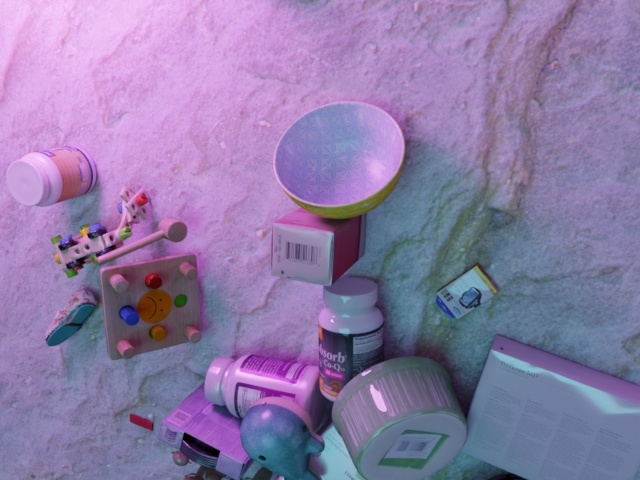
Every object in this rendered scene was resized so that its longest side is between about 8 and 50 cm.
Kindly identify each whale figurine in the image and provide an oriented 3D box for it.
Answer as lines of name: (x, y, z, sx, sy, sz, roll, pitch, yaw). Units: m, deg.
whale figurine: (-0.092, 0.509, 1.573, 0.216, 0.141, 0.272, -8, 114, 27)

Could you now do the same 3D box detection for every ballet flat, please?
ballet flat: (-0.752, 0.226, 1.974, 0.241, 0.091, 0.077, -41, 58, 23)

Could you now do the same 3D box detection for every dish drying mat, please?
dish drying mat: (-0.553, 0.561, 2.025, 0.083, 0.008, 0.032, 15, 112, 16)

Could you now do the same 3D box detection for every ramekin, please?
ramekin: (0.190, 0.427, 1.516, 0.303, 0.148, 0.304, -9, 128, -12)

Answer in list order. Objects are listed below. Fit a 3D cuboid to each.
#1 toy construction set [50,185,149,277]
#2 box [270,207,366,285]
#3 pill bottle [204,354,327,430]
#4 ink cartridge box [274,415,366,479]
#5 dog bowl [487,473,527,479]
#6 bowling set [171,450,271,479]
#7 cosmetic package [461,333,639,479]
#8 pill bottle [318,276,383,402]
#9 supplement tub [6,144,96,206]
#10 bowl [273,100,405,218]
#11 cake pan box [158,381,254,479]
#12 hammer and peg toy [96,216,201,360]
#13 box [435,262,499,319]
toy construction set: (-0.588, -0.008, 1.759, 0.327, 0.215, 0.151, -34, 92, 23)
box: (0.000, 0.000, 1.502, 0.148, 0.232, 0.127, 9, 109, 19)
pill bottle: (-0.143, 0.391, 1.718, 0.301, 0.169, 0.169, 7, 109, 20)
ink cartridge box: (0.008, 0.641, 1.717, 0.207, 0.119, 0.353, 41, 102, 5)
dog bowl: (0.498, 0.749, 1.580, 0.407, 0.150, 0.408, 7, 108, 21)
bowling set: (-0.300, 0.704, 1.885, 0.286, 0.154, 0.200, 25, 114, 14)
cosmetic package: (0.533, 0.415, 1.492, 0.377, 0.097, 0.285, 20, 114, 16)
pill bottle: (0.074, 0.240, 1.587, 0.162, 0.162, 0.279, 5, 108, 21)
supplement tub: (-0.718, -0.172, 1.758, 0.144, 0.199, 0.145, 6, 108, 20)
bowl: (0.053, -0.150, 1.459, 0.289, 0.290, 0.156, 9, 151, 19)
cake pan box: (-0.260, 0.495, 1.743, 0.245, 0.267, 0.070, 20, 110, 12)
hammer and peg toy: (-0.448, 0.120, 1.710, 0.127, 0.265, 0.362, 26, 122, 55)
box: (0.335, 0.122, 1.520, 0.136, 0.028, 0.081, -39, 89, 29)
